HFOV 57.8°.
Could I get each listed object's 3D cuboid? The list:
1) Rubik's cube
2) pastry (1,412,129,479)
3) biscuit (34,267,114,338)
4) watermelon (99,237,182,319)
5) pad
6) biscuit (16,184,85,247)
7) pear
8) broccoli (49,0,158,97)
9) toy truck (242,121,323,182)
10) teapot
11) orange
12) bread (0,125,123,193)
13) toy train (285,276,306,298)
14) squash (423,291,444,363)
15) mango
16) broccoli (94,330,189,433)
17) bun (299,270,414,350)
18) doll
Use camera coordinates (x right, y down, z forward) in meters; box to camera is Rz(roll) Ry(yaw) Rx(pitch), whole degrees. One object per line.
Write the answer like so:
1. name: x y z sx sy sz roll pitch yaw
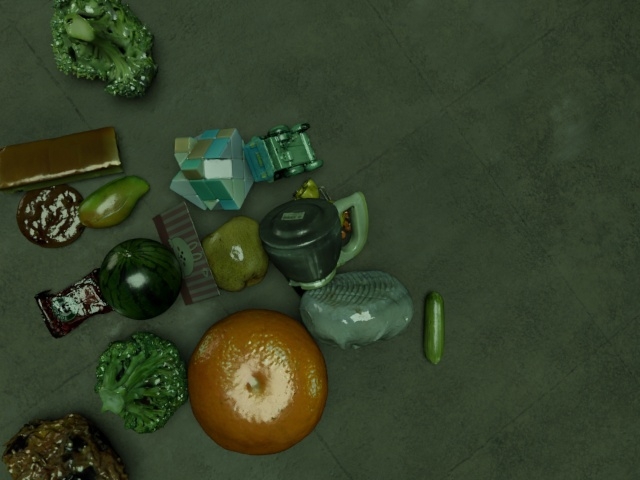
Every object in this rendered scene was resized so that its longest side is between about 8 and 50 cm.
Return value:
1. Rubik's cube: -0.329 -0.212 1.781 0.213 0.265 0.224 0 49 27
2. pastry: -0.719 0.706 1.656 0.337 0.292 0.405 -4 79 -18
3. biscuit: -0.742 0.189 1.779 0.235 0.063 0.151 -25 91 -5
4. watermelon: -0.530 0.113 1.720 0.242 0.242 0.242 0 88 -8
5. pad: -0.416 0.046 1.779 0.005 0.202 0.299 -21 92 -46
6. biscuit: -0.828 -0.079 1.791 0.212 0.036 0.212 0 86 -8
7. pear: -0.254 0.047 1.777 0.228 0.188 0.211 -33 87 25
8. broccoli: -0.664 -0.571 1.721 0.249 0.302 0.375 -30 99 30
9. toy truck: -0.113 -0.266 1.783 0.156 0.279 0.155 -18 95 26
10. teapot: -0.022 -0.001 1.751 0.321 0.239 0.239 -51 139 -37
11. orange: -0.181 0.412 1.717 0.424 0.326 0.424 0 79 2
12. bread: -0.796 -0.243 1.770 0.361 0.077 0.138 -13 75 -8
13. toy train: -0.092 0.105 1.881 0.044 0.042 0.209 -34 94 16
14. squash: 0.378 0.290 1.926 0.069 0.069 0.238 2 88 -8
15. mango: -0.631 -0.117 1.785 0.233 0.111 0.125 -33 104 -20
16. broccoli: -0.533 0.423 1.705 0.308 0.275 0.307 3 106 12
17. bun: 0.104 0.219 1.763 0.354 0.354 0.194 -8 106 -8
18. doll: 0.010 -0.089 1.872 0.221 0.135 0.143 39 116 -10
